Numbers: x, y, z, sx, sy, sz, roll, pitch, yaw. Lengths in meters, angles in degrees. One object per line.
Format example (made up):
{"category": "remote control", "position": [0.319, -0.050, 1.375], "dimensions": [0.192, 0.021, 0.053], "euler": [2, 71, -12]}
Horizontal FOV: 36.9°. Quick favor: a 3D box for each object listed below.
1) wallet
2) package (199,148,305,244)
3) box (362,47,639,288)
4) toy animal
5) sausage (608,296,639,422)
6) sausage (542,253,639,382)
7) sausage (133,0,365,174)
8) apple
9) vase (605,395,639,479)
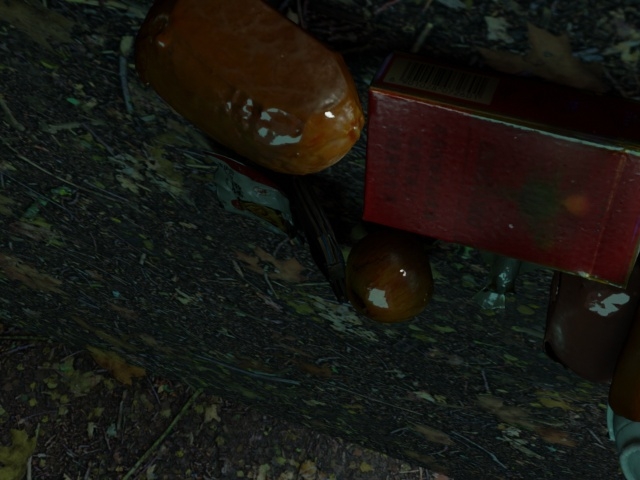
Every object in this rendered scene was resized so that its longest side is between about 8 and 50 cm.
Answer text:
{"category": "wallet", "position": [0.000, 0.000, 1.443], "dimensions": [0.042, 0.124, 0.230], "euler": [-23, 150, -5]}
{"category": "package", "position": [-0.100, -0.064, 1.462], "dimensions": [0.154, 0.030, 0.239], "euler": [26, 162, 13]}
{"category": "box", "position": [0.207, -0.078, 1.050], "dimensions": [0.313, 0.089, 0.197], "euler": [16, 137, 15]}
{"category": "toy animal", "position": [0.262, 0.036, 1.305], "dimensions": [0.219, 0.095, 0.155], "euler": [20, 161, 2]}
{"category": "sausage", "position": [0.394, 0.112, 1.087], "dimensions": [0.089, 0.083, 0.300], "euler": [-16, 135, -17]}
{"category": "sausage", "position": [0.365, 0.080, 1.223], "dimensions": [0.152, 0.152, 0.279], "euler": [16, 146, 13]}
{"category": "sausage", "position": [-0.074, -0.174, 1.033], "dimensions": [0.268, 0.153, 0.141], "euler": [34, 161, 6]}
{"category": "apple", "position": [0.097, 0.054, 1.417], "dimensions": [0.146, 0.146, 0.146], "euler": [18, 157, 8]}
{"category": "vase", "position": [0.536, 0.199, 1.269], "dimensions": [0.250, 0.250, 0.445], "euler": [17, 152, 11]}
